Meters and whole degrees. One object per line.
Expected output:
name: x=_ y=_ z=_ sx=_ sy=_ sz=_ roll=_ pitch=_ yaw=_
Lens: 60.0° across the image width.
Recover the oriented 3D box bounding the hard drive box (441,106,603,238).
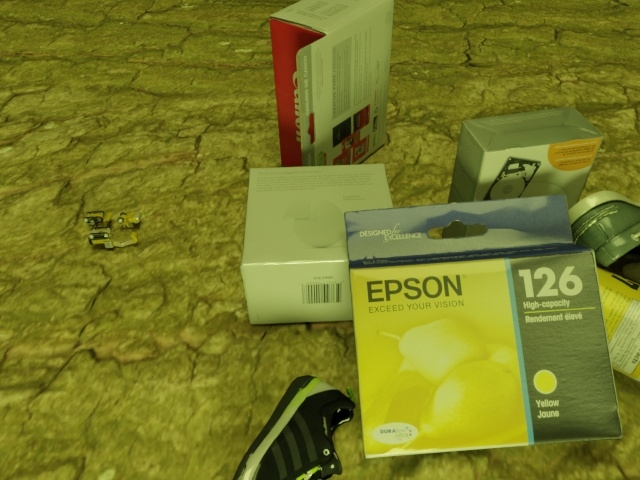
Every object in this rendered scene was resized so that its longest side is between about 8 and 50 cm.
hard drive box: x=0.303 y=-0.077 z=0.868 sx=0.181 sy=0.232 sz=0.089 roll=-9 pitch=44 yaw=-7

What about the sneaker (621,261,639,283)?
sneaker: x=0.527 y=0.075 z=0.830 sx=0.152 sy=0.054 sz=0.061 roll=23 pitch=84 yaw=42

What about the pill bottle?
pill bottle: x=0.408 y=0.115 z=0.743 sx=0.208 sy=0.119 sz=0.119 roll=28 pitch=51 yaw=27

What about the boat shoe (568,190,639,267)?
boat shoe: x=0.491 y=0.000 z=0.832 sx=0.319 sy=0.116 sz=0.099 roll=5 pitch=47 yaw=-33

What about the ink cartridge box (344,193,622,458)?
ink cartridge box: x=0.190 y=0.094 z=0.687 sx=0.303 sy=0.072 sz=0.307 roll=-5 pitch=81 yaw=1

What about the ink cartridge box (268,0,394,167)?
ink cartridge box: x=0.005 y=-0.271 z=1.027 sx=0.130 sy=0.309 sz=0.272 roll=27 pitch=50 yaw=28

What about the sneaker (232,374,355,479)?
sneaker: x=-0.025 y=0.252 z=0.633 sx=0.097 sy=0.084 sz=0.234 roll=17 pitch=46 yaw=17

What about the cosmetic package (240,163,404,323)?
cosmetic package: x=0.000 y=0.000 z=0.862 sx=0.224 sy=0.138 sz=0.224 roll=-2 pitch=44 yaw=-1

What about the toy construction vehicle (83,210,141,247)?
toy construction vehicle: x=-0.367 y=-0.020 z=0.974 sx=0.098 sy=0.035 sz=0.086 roll=-4 pitch=32 yaw=-7
